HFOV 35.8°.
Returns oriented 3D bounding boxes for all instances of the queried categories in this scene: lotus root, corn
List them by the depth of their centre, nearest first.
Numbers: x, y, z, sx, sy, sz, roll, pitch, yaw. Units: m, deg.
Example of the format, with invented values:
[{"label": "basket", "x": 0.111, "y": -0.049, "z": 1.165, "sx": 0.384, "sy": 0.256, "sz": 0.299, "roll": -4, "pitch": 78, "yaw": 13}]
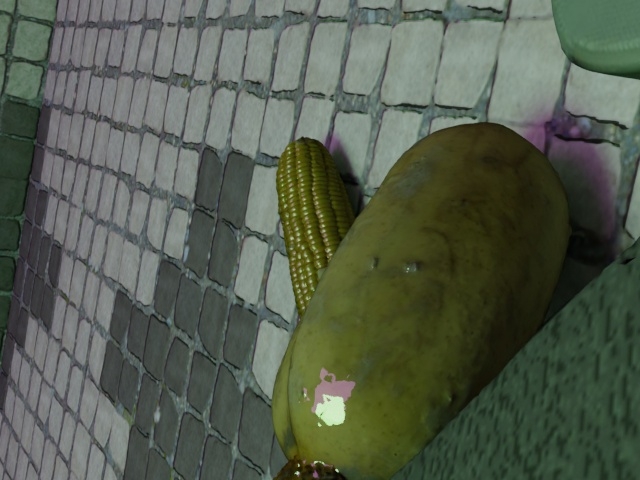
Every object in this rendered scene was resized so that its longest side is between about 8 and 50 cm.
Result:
[{"label": "lotus root", "x": 0.063, "y": 0.063, "z": 0.653, "sx": 0.343, "sy": 0.151, "sz": 0.169, "roll": -59, "pitch": -5, "yaw": -32}, {"label": "corn", "x": 0.000, "y": 0.000, "z": 0.953, "sx": 0.080, "sy": 0.080, "sz": 0.231, "roll": -52, "pitch": 42, "yaw": 41}]

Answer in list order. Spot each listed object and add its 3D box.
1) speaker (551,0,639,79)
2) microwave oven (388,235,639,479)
[{"label": "speaker", "x": 0.249, "y": -0.270, "z": 0.476, "sx": 0.183, "sy": 0.184, "sz": 0.406, "roll": 2, "pitch": 85, "yaw": 59}, {"label": "microwave oven", "x": 0.156, "y": 0.221, "z": 0.398, "sx": 0.432, "sy": 0.236, "sz": 0.374, "roll": -55, "pitch": 19, "yaw": 38}]
